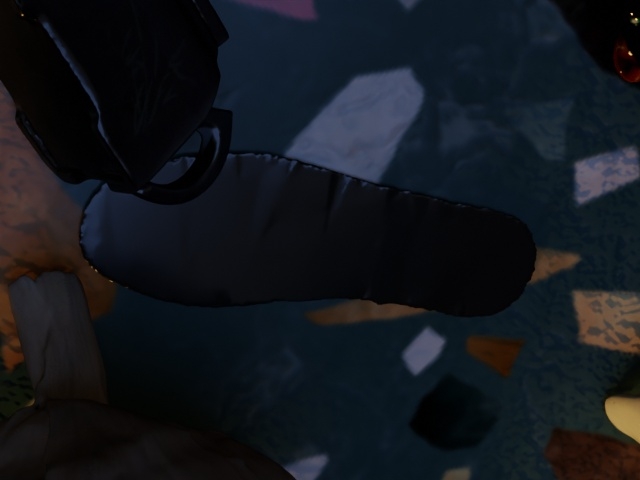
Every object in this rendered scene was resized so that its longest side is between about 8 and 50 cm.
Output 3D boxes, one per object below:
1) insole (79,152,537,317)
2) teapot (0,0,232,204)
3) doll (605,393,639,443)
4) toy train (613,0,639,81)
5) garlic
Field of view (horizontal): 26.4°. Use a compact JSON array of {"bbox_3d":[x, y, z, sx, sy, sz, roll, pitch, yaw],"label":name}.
[{"bbox_3d":[0.000,0.000,0.664,0.232,0.003,0.080,6,108,-17],"label":"insole"},{"bbox_3d":[-0.089,-0.096,0.569,0.096,0.087,0.177,-41,116,-23],"label":"teapot"},{"bbox_3d":[0.249,0.076,0.702,0.181,0.110,0.107,-26,153,-7],"label":"doll"},{"bbox_3d":[0.205,-0.081,0.666,0.087,0.050,0.138,-44,114,-1],"label":"toy train"},{"bbox_3d":[-0.099,0.114,0.594,0.218,0.218,0.212,-6,79,-13],"label":"garlic"}]
